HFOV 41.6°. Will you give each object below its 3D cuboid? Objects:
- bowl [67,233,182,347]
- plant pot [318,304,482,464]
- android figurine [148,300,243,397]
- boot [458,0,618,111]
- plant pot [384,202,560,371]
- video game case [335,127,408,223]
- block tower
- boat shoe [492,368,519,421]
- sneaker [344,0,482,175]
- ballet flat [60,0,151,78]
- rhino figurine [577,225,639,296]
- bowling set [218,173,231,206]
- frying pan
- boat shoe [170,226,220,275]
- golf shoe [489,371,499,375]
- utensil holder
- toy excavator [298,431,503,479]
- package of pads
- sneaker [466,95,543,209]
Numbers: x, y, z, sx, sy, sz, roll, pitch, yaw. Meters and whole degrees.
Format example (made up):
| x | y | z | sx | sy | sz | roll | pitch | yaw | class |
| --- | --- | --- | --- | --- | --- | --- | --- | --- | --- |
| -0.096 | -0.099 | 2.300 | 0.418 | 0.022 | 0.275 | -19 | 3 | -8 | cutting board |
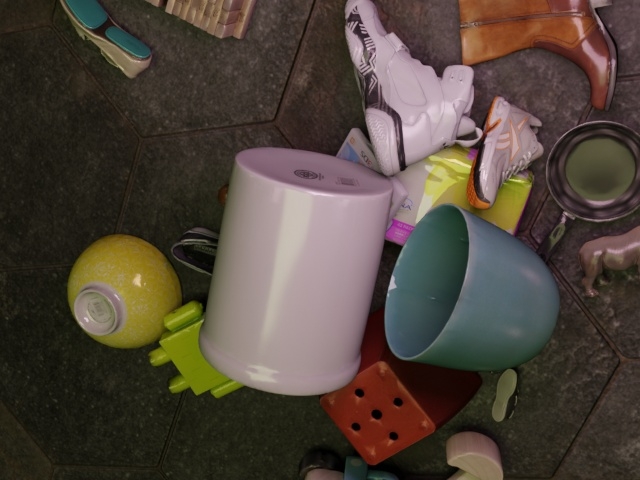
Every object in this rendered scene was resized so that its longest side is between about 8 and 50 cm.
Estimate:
| x | y | z | sx | sy | sz | roll | pitch | yaw | class |
| --- | --- | --- | --- | --- | --- | --- | --- | --- | --- |
| -0.490 | 0.142 | 1.991 | 0.289 | 0.156 | 0.290 | 6 | 109 | 17 | bowl |
| 0.146 | 0.311 | 1.785 | 0.267 | 0.236 | 0.267 | -36 | 93 | 25 | plant pot |
| -0.260 | 0.255 | 1.982 | 0.272 | 0.056 | 0.248 | -29 | 107 | 12 | android figurine |
| 0.397 | -0.353 | 1.553 | 0.280 | 0.096 | 0.264 | -6 | 106 | 21 | boot |
| 0.288 | 0.108 | 1.543 | 0.235 | 0.293 | 0.293 | 20 | 116 | -18 | plant pot |
| 0.073 | -0.087 | 1.719 | 0.193 | 0.023 | 0.212 | 57 | 134 | 29 | video game case |
| -0.305 | -0.524 | 1.738 | 0.335 | 0.097 | 0.091 | 27 | 115 | 8 | block tower |
| 0.405 | 0.332 | 1.812 | 0.046 | 0.038 | 0.125 | 32 | 117 | 53 | boat shoe |
| 0.173 | -0.315 | 1.602 | 0.210 | 0.137 | 0.366 | -14 | 75 | 5 | sneaker |
| -0.478 | -0.448 | 1.836 | 0.248 | 0.086 | 0.086 | 42 | 116 | 1 | ballet flat |
| 0.613 | 0.023 | 1.617 | 0.243 | 0.073 | 0.106 | -18 | 105 | 15 | rhino figurine |
| -0.123 | -0.084 | 1.818 | 0.154 | 0.200 | 0.287 | 2 | 117 | -25 | bowling set |
| 0.526 | -0.073 | 1.627 | 0.197 | 0.053 | 0.326 | 11 | 113 | 15 | frying pan |
| -0.189 | 0.049 | 1.884 | 0.301 | 0.102 | 0.108 | 19 | 113 | 12 | boat shoe |
| 0.307 | 0.190 | 1.744 | 0.198 | 0.077 | 0.094 | 32 | 104 | -1 | golf shoe |
| -0.049 | 0.046 | 1.615 | 0.327 | 0.327 | 0.386 | 15 | 109 | 14 | utensil holder |
| 0.160 | 0.604 | 1.913 | 0.445 | 0.222 | 0.433 | 6 | 115 | 2 | toy excavator |
| 0.257 | -0.080 | 1.689 | 0.296 | 0.101 | 0.229 | 20 | 113 | 11 | package of pads |
| 0.350 | -0.157 | 1.560 | 0.121 | 0.262 | 0.099 | 19 | 147 | 3 | sneaker |
